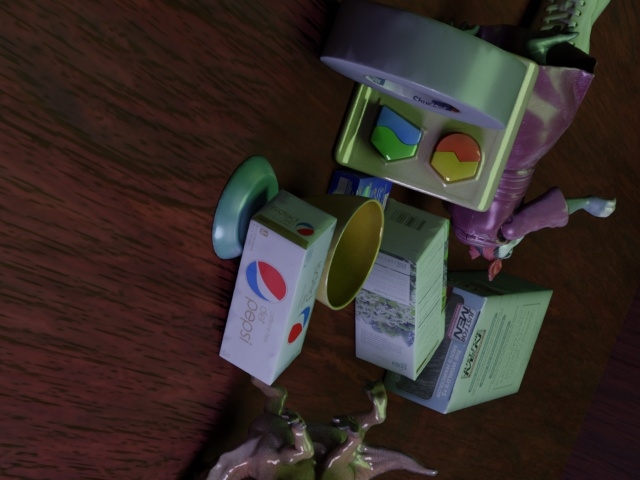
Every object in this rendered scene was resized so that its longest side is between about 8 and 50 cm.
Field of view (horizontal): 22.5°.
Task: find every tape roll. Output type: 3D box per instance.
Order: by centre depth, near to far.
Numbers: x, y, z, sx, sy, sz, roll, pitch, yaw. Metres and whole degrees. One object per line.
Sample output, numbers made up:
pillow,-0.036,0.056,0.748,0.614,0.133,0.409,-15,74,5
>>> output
tape roll,0.113,-0.193,1.767,0.072,0.219,0.219,-69,158,1

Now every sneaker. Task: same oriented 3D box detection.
sneaker,0.352,-0.341,2.364,0.123,0.106,0.290,76,31,-45

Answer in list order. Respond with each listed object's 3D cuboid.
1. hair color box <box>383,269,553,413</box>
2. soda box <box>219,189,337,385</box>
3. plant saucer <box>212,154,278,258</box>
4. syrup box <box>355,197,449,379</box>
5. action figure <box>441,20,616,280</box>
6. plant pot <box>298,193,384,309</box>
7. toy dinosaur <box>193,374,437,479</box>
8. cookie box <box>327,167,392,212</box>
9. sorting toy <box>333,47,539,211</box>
hair color box,0.236,0.150,2.507,0.374,0.114,0.185,0,109,-67
soda box,-0.049,0.054,1.768,0.069,0.074,0.216,-45,158,-45
plant saucer,-0.076,-0.032,1.740,0.119,0.021,0.119,-48,150,-40
syrup box,0.108,0.068,2.161,0.096,0.093,0.237,-52,153,-37
action figure,0.241,-0.097,2.115,0.276,0.248,0.370,-38,140,-50
plant pot,0.000,0.000,1.845,0.134,0.095,0.134,-48,151,-39
toy dinosaur,-0.021,0.261,1.878,0.127,0.296,0.200,-91,-170,-62
cookie box,0.043,-0.042,1.980,0.107,0.040,0.091,-12,121,-64
sorting toy,0.140,-0.152,1.919,0.038,0.208,0.193,-133,-118,-77
